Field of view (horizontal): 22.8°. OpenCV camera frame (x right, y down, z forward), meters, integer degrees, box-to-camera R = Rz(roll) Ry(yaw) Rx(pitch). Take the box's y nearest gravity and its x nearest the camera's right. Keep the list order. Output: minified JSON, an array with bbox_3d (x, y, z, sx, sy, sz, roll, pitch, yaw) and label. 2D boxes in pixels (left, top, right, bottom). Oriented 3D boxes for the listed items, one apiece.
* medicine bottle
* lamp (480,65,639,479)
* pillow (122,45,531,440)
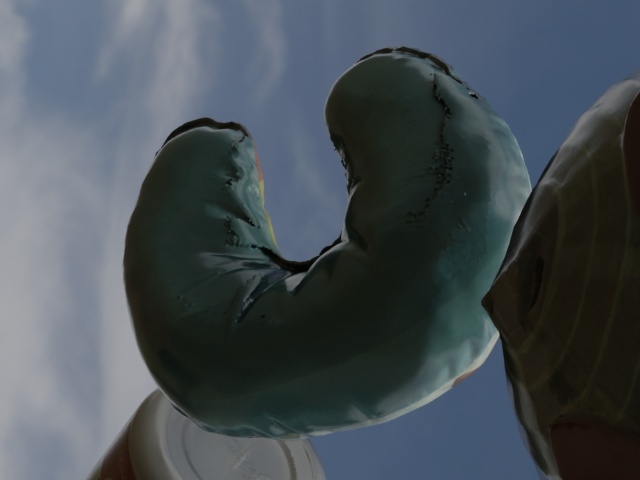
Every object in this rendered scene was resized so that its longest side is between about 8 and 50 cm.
[{"bbox_3d":[-0.127,0.243,1.192,0.289,0.157,0.157,-53,-143,35],"label":"medicine bottle"},{"bbox_3d":[0.179,0.037,0.643,0.233,0.233,0.265,-24,-125,56],"label":"lamp"},{"bbox_3d":[0.000,0.000,0.844,0.233,0.086,0.214,-22,-121,21],"label":"pillow"}]
